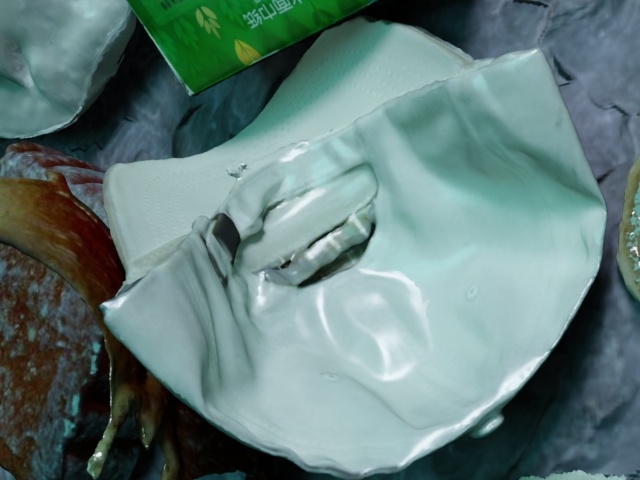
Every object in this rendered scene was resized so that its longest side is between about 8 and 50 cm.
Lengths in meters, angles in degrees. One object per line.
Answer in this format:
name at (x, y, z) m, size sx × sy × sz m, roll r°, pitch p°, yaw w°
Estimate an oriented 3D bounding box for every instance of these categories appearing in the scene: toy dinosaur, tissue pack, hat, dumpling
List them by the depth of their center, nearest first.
toy dinosaur at (-0.132, 0.084, 0.609) m, size 0.113 × 0.327 × 0.206 m, roll -27°, pitch 57°, yaw 14°
hat at (-0.001, -0.004, 0.623) m, size 0.258 × 0.168 × 0.301 m, roll -31°, pitch 30°, yaw -9°
tissue pack at (-0.017, -0.215, 0.672) m, size 0.209 × 0.156 × 0.148 m, roll -21°, pitch 110°, yaw 34°
dumpling at (-0.248, -0.221, 0.836) m, size 0.341 × 0.181 × 0.260 m, roll -42°, pitch 68°, yaw 5°

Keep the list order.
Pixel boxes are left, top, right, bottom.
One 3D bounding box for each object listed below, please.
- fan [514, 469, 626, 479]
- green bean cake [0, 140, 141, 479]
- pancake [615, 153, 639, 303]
fan at (0.093, 0.318, 0.571) m, size 0.233 × 0.012 × 0.414 m, roll 33°, pitch 101°, yaw 38°
green bean cake at (-0.190, 0.060, 0.788) m, size 0.198 × 0.097 × 0.232 m, roll 22°, pitch 97°, yaw 38°
pancake at (0.217, -0.012, 0.517) m, size 0.152 × 0.025 × 0.151 m, roll -8°, pitch 77°, yaw 37°
